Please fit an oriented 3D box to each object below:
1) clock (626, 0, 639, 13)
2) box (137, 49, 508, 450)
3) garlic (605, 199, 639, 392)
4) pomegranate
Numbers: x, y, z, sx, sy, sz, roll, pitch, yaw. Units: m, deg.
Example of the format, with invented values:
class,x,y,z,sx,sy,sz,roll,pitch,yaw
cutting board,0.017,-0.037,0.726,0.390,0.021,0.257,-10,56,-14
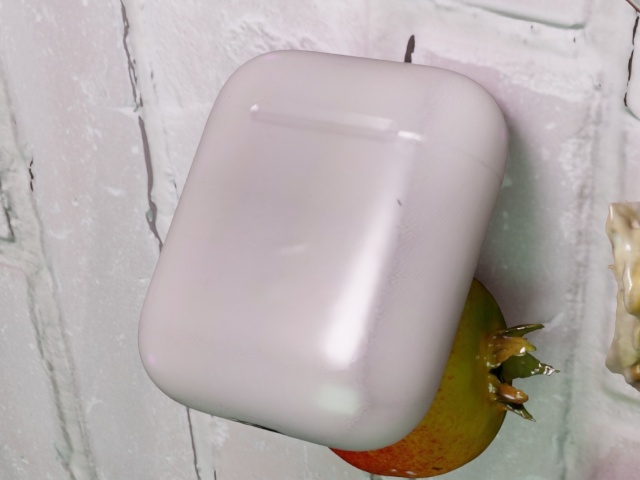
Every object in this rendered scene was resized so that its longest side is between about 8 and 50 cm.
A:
class,x,y,z,sx,sy,sz,roll,pitch,yaw
clock,0.319,-0.262,0.928,0.318,0.080,0.318,18,131,22
box,0.001,0.000,1.185,0.288,0.349,0.141,11,165,28
garlic,0.385,0.084,1.055,0.313,0.249,0.286,20,109,39
pomegranate,0.099,0.122,1.293,0.256,0.221,0.221,-6,120,30
